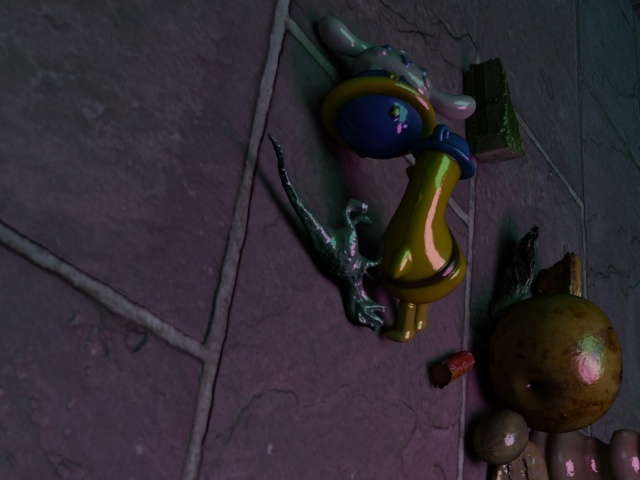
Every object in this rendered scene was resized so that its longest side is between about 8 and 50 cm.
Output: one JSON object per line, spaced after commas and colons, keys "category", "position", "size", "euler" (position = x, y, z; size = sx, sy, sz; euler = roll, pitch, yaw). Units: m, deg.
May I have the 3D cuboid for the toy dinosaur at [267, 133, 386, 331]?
{"category": "toy dinosaur", "position": [0.028, -0.033, 1.318], "size": [0.129, 0.076, 0.383], "euler": [-47, 120, -33]}

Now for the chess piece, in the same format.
{"category": "chess piece", "position": [0.609, 0.461, 1.773], "size": [0.182, 0.330, 0.182], "euler": [24, 59, -48]}

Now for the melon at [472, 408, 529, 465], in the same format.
{"category": "melon", "position": [0.338, 0.370, 1.617], "size": [0.131, 0.098, 0.098], "euler": [-25, 99, -55]}

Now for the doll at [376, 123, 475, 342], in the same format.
{"category": "doll", "position": [0.169, -0.010, 1.394], "size": [0.199, 0.145, 0.362], "euler": [-29, 130, -60]}

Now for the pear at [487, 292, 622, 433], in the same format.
{"category": "pear", "position": [0.468, 0.238, 1.710], "size": [0.284, 0.284, 0.283], "euler": [26, 58, -49]}

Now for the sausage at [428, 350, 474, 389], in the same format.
{"category": "sausage", "position": [0.249, 0.233, 1.587], "size": [0.145, 0.048, 0.050], "euler": [-11, 93, -59]}

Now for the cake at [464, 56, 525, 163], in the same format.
{"category": "cake", "position": [0.369, -0.290, 1.904], "size": [0.099, 0.100, 0.235], "euler": [-6, 84, -57]}

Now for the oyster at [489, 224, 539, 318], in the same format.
{"category": "oyster", "position": [0.449, 0.075, 1.900], "size": [0.199, 0.087, 0.252], "euler": [51, 57, -70]}

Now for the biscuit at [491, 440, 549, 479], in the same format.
{"category": "biscuit", "position": [0.394, 0.499, 1.691], "size": [0.220, 0.033, 0.219], "euler": [10, 76, -45]}

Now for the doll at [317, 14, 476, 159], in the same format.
{"category": "doll", "position": [0.128, -0.222, 1.467], "size": [0.311, 0.159, 0.242], "euler": [15, 35, -23]}

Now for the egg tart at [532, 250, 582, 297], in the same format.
{"category": "egg tart", "position": [0.533, 0.139, 1.950], "size": [0.241, 0.106, 0.240], "euler": [7, 90, -83]}
